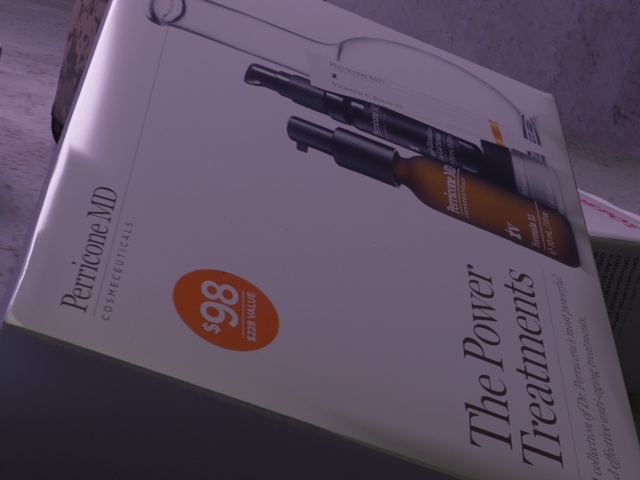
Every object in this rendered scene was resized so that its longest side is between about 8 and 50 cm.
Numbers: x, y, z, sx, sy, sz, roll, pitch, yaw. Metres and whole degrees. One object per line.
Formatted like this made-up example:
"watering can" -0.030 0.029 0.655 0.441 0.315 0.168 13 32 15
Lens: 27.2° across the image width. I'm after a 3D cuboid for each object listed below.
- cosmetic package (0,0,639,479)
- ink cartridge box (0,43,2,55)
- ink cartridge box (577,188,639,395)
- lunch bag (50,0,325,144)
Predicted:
"cosmetic package" 0.000 0.000 0.678 0.284 0.097 0.377 18 34 -12
"ink cartridge box" -0.347 -0.129 1.082 0.127 0.128 0.176 8 15 -27
"ink cartridge box" 0.076 0.009 0.985 0.307 0.129 0.223 7 15 -29
"lunch bag" -0.145 -0.216 1.280 0.212 0.305 0.256 8 17 -30
